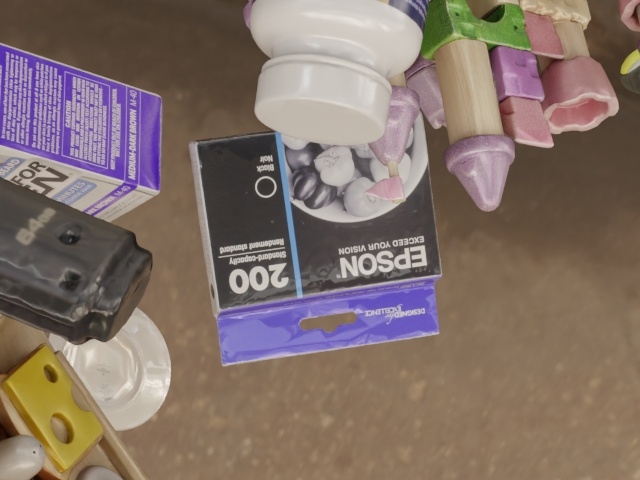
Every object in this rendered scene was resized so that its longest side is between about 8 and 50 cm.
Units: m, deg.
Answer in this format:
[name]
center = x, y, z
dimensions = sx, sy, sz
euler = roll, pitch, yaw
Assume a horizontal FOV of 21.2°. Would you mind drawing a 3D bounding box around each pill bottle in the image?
[pill bottle]
center = 0.015, -0.162, 1.092
dimensions = 0.112, 0.112, 0.186
euler = 11, 75, -7

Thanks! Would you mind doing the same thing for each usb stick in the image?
[usb stick]
center = -0.210, -0.027, 0.757
dimensions = 0.278, 0.045, 0.077
euler = 23, 23, 3

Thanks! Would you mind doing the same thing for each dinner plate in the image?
[dinner plate]
center = -0.219, 0.127, 1.741
dimensions = 0.141, 0.141, 0.017
euler = 35, 21, 10

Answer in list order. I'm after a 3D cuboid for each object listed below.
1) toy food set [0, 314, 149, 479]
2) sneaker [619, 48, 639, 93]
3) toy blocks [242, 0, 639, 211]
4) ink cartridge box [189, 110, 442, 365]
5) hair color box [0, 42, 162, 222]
[toy food set]
center = -0.165, 0.182, 1.244
dimensions = 0.306, 0.092, 0.220
euler = 58, 27, -8
[sneaker]
center = 0.408, -0.240, 1.877
dimensions = 0.208, 0.081, 0.094
euler = -36, 52, 0
[toy blocks]
center = 0.113, -0.131, 1.337
dimensions = 0.289, 0.309, 0.260
euler = 6, 65, -37
[ink cartridge box]
center = 0.000, 0.000, 1.517
dimensions = 0.206, 0.045, 0.208
euler = -9, 97, -7
[hair color box]
center = -0.326, -0.093, 1.471
dimensions = 0.339, 0.185, 0.110
euler = 17, 60, -34
